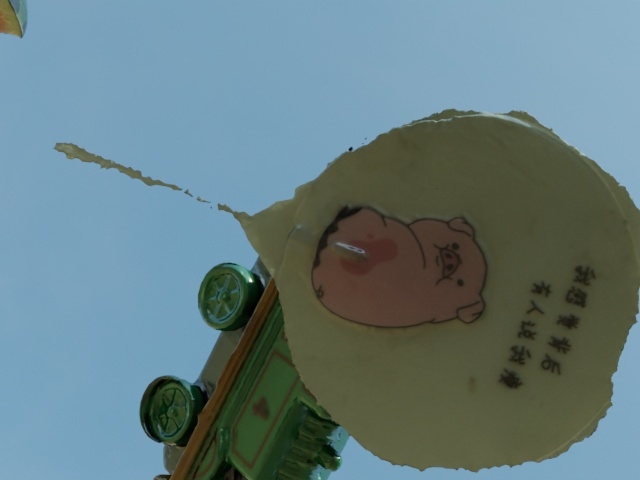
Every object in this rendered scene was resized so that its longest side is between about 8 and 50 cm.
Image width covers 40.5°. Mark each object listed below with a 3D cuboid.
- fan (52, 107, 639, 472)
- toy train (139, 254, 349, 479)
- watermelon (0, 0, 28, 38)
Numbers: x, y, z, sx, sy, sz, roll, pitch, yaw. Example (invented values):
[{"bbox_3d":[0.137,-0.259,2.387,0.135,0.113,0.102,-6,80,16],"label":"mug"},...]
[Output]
[{"bbox_3d":[0.000,0.000,0.429,0.310,0.010,0.182,18,-94,11],"label":"fan"},{"bbox_3d":[-0.043,0.180,1.014,0.249,0.178,0.429,30,-85,42],"label":"toy train"},{"bbox_3d":[-0.331,-0.237,0.801,0.094,0.125,0.135,-38,-76,-2],"label":"watermelon"}]
